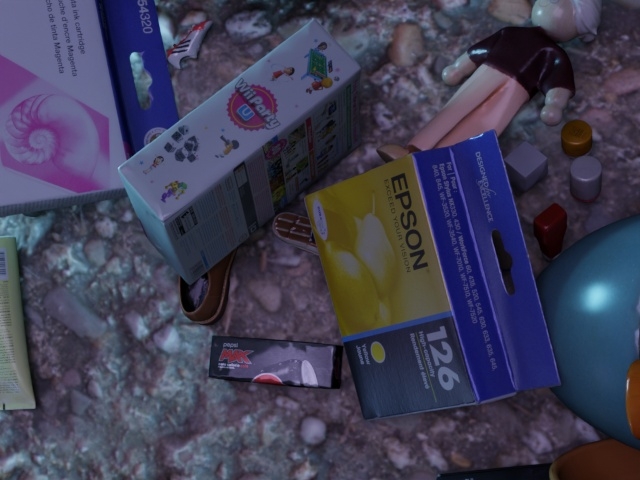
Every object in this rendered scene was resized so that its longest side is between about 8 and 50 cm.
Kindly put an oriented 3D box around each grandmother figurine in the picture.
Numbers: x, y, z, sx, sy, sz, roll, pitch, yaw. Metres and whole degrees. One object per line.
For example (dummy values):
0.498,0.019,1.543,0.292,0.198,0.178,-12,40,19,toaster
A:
0.234,-0.201,1.683,0.208,0.104,0.342,36,82,36,grandmother figurine

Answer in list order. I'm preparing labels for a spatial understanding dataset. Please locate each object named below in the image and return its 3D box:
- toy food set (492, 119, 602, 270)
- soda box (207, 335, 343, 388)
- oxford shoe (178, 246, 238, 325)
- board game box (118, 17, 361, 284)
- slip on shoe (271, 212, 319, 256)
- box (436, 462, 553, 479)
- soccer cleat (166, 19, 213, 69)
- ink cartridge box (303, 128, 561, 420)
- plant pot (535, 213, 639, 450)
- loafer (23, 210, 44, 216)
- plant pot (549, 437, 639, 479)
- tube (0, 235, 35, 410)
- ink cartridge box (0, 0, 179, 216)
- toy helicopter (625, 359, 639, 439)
0.270,-0.040,1.690,0.232,0.104,0.111,-40,61,-13,toy food set
-0.058,0.159,1.745,0.169,0.053,0.060,3,83,14,soda box
-0.152,0.004,1.779,0.076,0.076,0.212,0,81,15,oxford shoe
-0.089,-0.105,1.665,0.303,0.224,0.097,-39,73,-12,board game box
0.000,0.000,1.762,0.135,0.041,0.051,16,80,-3,slip on shoe
0.214,0.361,1.588,0.147,0.077,0.180,-7,37,13,box
-0.176,-0.271,1.848,0.083,0.029,0.035,-40,84,9,soccer cleat
0.123,0.053,1.602,0.307,0.072,0.304,-21,82,54,ink cartridge box
0.354,0.103,1.563,0.195,0.290,0.290,2,82,41,plant pot
-0.425,-0.158,1.855,0.087,0.094,0.251,0,82,9,loafer
0.408,0.355,1.505,0.291,0.291,0.203,-2,98,13,plant pot
-0.444,0.115,1.846,0.070,0.062,0.240,-11,83,56,tube
-0.356,-0.207,1.782,0.330,0.071,0.324,-11,81,-16,ink cartridge box
0.441,0.105,1.448,0.140,0.355,0.235,-6,77,29,toy helicopter
